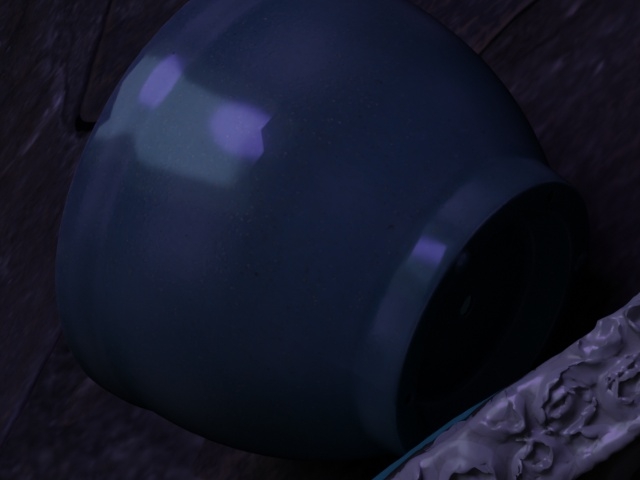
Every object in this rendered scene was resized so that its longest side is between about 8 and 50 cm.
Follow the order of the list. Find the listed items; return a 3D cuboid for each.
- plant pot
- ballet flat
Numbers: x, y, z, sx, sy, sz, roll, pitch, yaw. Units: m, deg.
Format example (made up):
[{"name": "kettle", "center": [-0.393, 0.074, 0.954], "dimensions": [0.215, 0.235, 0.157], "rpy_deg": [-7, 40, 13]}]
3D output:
[{"name": "plant pot", "center": [0.025, 0.006, 0.911], "dimensions": [0.196, 0.293, 0.293], "rpy_deg": [29, 81, 32]}, {"name": "ballet flat", "center": [0.155, 0.099, 0.762], "dimensions": [0.409, 0.147, 0.147], "rpy_deg": [-41, 33, 16]}]
